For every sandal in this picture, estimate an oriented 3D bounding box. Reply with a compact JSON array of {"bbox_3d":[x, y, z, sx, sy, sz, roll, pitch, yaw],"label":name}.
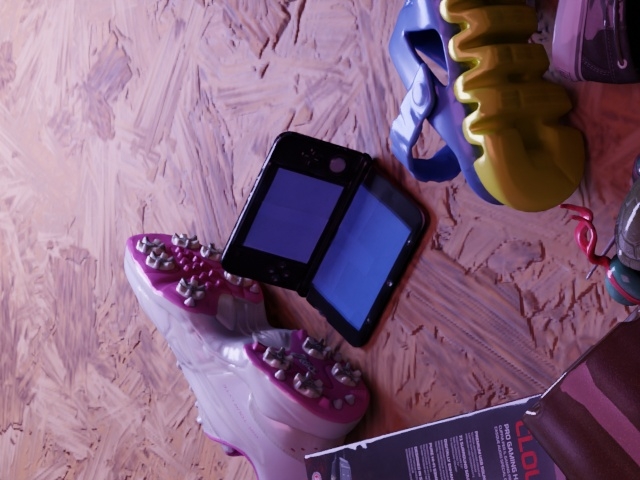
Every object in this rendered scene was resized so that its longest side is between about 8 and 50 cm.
[{"bbox_3d":[0.097,-0.168,1.329,0.138,0.126,0.317,-16,78,50],"label":"sandal"}]

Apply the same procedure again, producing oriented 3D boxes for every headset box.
[{"bbox_3d":[0.138,0.233,1.295,0.293,0.110,0.218,-20,76,45],"label":"headset box"}]

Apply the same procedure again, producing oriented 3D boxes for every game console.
[{"bbox_3d":[0.000,0.000,1.462,0.144,0.124,0.085,-64,23,26],"label":"game console"}]

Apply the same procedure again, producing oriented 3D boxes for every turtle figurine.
[{"bbox_3d":[0.260,-0.020,1.165,0.234,0.118,0.175,-53,55,27],"label":"turtle figurine"}]

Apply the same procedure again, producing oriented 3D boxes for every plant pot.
[{"bbox_3d":[0.228,0.131,1.124,0.165,0.167,0.167,48,126,11],"label":"plant pot"}]

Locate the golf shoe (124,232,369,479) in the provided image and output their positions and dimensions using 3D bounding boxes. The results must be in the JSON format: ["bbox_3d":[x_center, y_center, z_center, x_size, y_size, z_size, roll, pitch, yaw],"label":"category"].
[{"bbox_3d":[-0.089,0.106,1.539,0.306,0.115,0.140,43,124,39],"label":"golf shoe"}]

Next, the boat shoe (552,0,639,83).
[{"bbox_3d":[0.220,-0.219,1.230,0.076,0.080,0.228,16,100,28],"label":"boat shoe"}]
